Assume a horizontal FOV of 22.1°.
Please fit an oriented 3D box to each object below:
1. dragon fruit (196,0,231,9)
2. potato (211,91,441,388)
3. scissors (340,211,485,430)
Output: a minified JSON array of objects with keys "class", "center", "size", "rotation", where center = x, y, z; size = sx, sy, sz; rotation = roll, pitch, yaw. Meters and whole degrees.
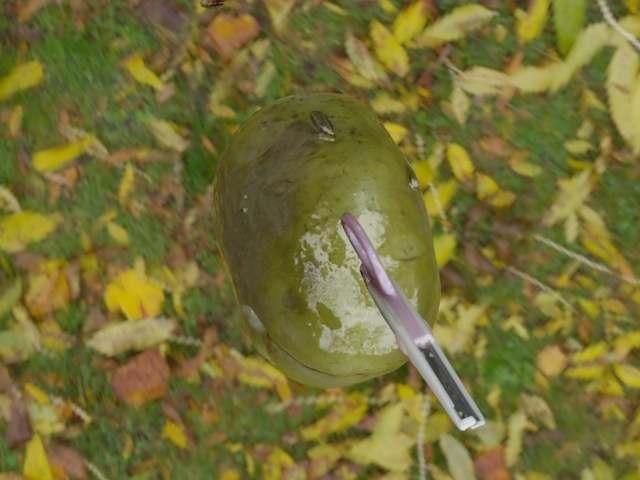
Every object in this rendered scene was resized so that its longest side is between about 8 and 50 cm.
[{"class":"dragon fruit","center":[0.009,-0.252,1.257],"size":[0.268,0.295,0.130],"rotation":[-23,106,-29]},{"class":"potato","center":[0.001,-0.002,1.211],"size":[0.148,0.197,0.228],"rotation":[6,67,-36]},{"class":"scissors","center":[0.054,0.053,0.975],"size":[0.022,0.176,0.085],"rotation":[-25,131,-7]}]
